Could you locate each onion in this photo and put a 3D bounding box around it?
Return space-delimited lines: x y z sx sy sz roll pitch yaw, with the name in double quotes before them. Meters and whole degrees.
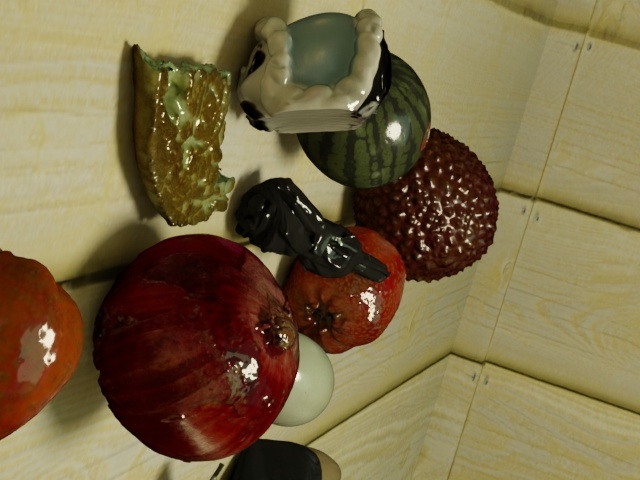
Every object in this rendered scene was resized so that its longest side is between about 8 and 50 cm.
"onion" -0.141 0.123 1.606 0.276 0.276 0.276 19 90 -73

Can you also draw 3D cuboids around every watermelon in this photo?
"watermelon" 0.063 -0.185 1.987 0.212 0.212 0.212 19 90 -73

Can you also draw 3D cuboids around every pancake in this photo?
"pancake" -0.164 -0.128 1.611 0.197 0.054 0.376 -62 163 -24

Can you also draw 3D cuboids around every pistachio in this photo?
"pistachio" -0.040 0.451 2.512 0.226 0.136 0.135 3 105 -65

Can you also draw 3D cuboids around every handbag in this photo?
"handbag" -0.109 0.527 2.270 0.275 0.178 0.301 -73 174 -57

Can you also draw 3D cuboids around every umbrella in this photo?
"umbrella" 0.000 0.000 1.999 0.340 0.118 0.118 26 83 -50

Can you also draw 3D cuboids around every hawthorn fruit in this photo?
"hawthorn fruit" -0.309 0.092 1.191 0.189 0.189 0.189 19 90 -73
"hawthorn fruit" 0.050 0.070 2.245 0.253 0.205 0.205 -45 149 -53

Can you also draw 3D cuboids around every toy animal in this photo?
"toy animal" -0.008 -0.224 1.757 0.208 0.204 0.156 63 26 -85

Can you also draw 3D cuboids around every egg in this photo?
"egg" -0.058 0.218 2.143 0.151 0.151 0.209 -67 155 -13

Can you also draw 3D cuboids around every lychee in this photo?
"lychee" 0.186 -0.063 2.425 0.275 0.276 0.304 -61 143 -30

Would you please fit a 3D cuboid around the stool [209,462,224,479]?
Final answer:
"stool" -0.120 0.509 1.982 0.170 0.244 0.269 -56 176 -44
